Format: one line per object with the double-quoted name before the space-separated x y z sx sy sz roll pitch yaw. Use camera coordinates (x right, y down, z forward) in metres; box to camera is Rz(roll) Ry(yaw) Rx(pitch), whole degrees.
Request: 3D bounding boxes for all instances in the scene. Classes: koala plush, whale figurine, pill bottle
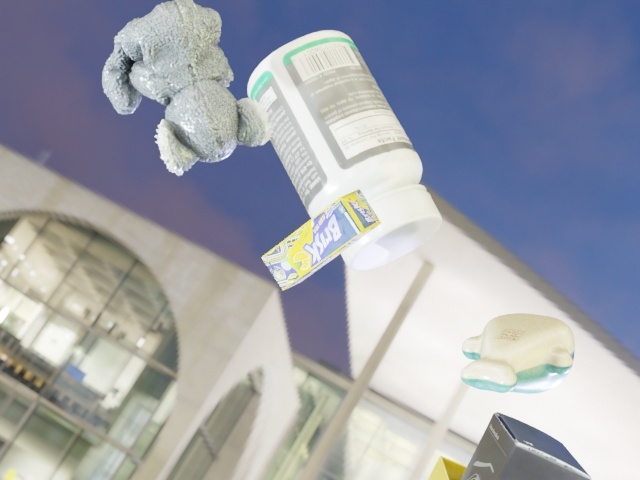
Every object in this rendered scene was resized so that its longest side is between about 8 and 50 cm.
"koala plush" -0.185 -0.206 1.637 0.221 0.196 0.203 67 -21 15
"whale figurine" 0.358 0.232 2.107 0.216 0.272 0.141 6 -70 31
"pill bottle" 0.041 -0.145 1.887 0.361 0.204 0.204 63 -13 18

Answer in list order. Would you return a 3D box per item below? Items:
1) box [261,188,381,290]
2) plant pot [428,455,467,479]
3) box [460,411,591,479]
"box" 0.000 0.000 1.563 0.169 0.054 0.059 -37 -96 36
"plant pot" 0.218 0.425 1.913 0.081 0.083 0.081 26 21 -18
"box" 0.237 0.345 1.463 0.108 0.207 0.153 26 6 -4
